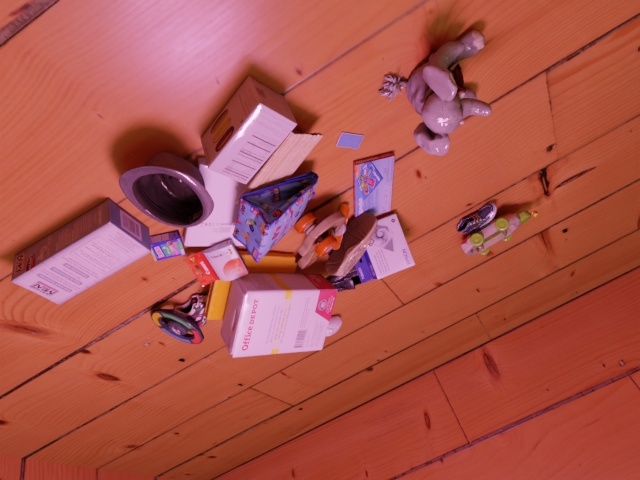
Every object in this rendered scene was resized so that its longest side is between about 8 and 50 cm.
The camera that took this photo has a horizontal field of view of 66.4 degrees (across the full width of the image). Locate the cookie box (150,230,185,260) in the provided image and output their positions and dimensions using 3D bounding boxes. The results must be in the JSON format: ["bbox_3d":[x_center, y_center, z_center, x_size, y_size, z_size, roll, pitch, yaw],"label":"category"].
[{"bbox_3d":[-0.525,0.019,1.668,0.107,0.040,0.091,-13,142,-10],"label":"cookie box"}]

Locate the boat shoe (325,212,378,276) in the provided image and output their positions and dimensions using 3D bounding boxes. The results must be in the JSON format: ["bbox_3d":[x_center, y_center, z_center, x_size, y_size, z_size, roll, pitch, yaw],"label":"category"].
[{"bbox_3d":[0.129,0.017,1.866,0.089,0.104,0.285,18,117,-45],"label":"boat shoe"}]

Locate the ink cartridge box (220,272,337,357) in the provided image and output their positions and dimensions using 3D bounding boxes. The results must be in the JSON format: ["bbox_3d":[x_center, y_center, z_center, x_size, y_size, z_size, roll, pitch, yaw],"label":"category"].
[{"bbox_3d":[-0.161,0.276,1.869,0.385,0.160,0.279,3,112,-31],"label":"ink cartridge box"}]

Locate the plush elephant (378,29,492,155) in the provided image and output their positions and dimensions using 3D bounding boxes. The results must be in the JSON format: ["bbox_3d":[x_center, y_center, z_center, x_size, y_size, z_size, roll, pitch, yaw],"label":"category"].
[{"bbox_3d":[0.363,-0.407,1.405,0.330,0.255,0.271,-14,141,-9],"label":"plush elephant"}]

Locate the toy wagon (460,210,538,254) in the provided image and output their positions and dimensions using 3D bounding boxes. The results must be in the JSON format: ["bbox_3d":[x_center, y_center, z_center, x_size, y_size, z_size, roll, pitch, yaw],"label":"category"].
[{"bbox_3d":[0.785,-0.040,2.146,0.344,0.068,0.267,-34,158,15],"label":"toy wagon"}]

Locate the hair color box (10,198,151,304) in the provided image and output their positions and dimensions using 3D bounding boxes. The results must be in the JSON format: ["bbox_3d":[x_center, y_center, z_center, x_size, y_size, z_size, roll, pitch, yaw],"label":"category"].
[{"bbox_3d":[-0.746,0.042,1.536,0.375,0.113,0.185,-29,141,8],"label":"hair color box"}]

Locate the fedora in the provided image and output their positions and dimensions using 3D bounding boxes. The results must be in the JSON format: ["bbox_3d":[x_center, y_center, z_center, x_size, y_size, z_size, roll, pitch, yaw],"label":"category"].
[{"bbox_3d":[-0.426,-0.160,1.409,0.244,0.124,0.275,-13,140,23],"label":"fedora"}]

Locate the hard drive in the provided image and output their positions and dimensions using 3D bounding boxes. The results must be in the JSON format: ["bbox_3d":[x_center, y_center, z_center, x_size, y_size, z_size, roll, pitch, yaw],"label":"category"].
[{"bbox_3d":[-0.309,-0.115,1.606,0.233,0.047,0.353,0,137,-25],"label":"hard drive"}]

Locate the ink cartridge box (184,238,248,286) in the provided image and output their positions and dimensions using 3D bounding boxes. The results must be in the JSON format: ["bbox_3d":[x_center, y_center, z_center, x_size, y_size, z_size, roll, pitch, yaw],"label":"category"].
[{"bbox_3d":[-0.365,0.089,1.722,0.179,0.045,0.145,-24,126,-1],"label":"ink cartridge box"}]

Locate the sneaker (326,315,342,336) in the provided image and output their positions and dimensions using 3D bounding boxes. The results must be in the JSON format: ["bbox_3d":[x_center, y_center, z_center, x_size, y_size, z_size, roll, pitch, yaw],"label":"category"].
[{"bbox_3d":[-0.006,0.400,2.328,0.232,0.090,0.115,-14,138,-11],"label":"sneaker"}]

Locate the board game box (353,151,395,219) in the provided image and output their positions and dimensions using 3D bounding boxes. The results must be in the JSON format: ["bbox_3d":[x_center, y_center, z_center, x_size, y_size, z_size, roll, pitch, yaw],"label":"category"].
[{"bbox_3d":[0.190,-0.191,1.765,0.145,0.027,0.281,-16,142,-9],"label":"board game box"}]

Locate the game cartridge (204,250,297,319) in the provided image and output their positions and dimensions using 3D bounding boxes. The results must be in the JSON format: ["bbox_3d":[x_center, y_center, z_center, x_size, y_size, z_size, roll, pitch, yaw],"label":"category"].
[{"bbox_3d":[-0.265,0.175,1.891,0.324,0.053,0.285,4,112,-32],"label":"game cartridge"}]

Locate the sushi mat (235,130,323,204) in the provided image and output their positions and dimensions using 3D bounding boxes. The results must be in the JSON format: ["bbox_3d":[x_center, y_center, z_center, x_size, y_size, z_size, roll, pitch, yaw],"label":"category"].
[{"bbox_3d":[-0.125,-0.213,1.479,0.151,0.019,0.316,-14,154,-51],"label":"sushi mat"}]

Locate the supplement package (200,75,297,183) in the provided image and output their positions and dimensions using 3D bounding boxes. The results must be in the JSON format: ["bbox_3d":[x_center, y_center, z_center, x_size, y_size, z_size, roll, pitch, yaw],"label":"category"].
[{"bbox_3d":[-0.204,-0.301,1.360,0.134,0.139,0.244,20,126,-42],"label":"supplement package"}]

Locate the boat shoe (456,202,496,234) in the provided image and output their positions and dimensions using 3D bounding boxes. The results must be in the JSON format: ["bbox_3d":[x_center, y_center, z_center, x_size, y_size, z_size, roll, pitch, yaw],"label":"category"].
[{"bbox_3d":[0.661,-0.090,2.071,0.083,0.065,0.183,4,137,-35],"label":"boat shoe"}]

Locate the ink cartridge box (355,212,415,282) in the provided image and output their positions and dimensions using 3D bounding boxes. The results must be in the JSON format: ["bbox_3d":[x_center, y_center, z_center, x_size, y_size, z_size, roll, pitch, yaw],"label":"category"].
[{"bbox_3d":[0.229,0.033,1.918,0.224,0.223,0.045,-22,-176,0],"label":"ink cartridge box"}]

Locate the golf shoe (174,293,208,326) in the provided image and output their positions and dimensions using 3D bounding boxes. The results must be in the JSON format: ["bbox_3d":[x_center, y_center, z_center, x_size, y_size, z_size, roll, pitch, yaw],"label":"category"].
[{"bbox_3d":[-0.446,0.259,1.943,0.273,0.105,0.120,-29,136,9],"label":"golf shoe"}]

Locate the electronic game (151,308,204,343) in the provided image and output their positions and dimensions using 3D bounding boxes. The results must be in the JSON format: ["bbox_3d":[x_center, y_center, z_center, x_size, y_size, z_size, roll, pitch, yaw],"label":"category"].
[{"bbox_3d":[-0.568,0.344,1.944,0.229,0.048,0.229,17,143,13],"label":"electronic game"}]

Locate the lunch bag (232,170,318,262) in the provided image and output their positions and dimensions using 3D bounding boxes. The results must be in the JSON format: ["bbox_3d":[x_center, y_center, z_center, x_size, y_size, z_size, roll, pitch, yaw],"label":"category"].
[{"bbox_3d":[-0.120,-0.097,1.589,0.293,0.138,0.221,-34,164,-33],"label":"lunch bag"}]

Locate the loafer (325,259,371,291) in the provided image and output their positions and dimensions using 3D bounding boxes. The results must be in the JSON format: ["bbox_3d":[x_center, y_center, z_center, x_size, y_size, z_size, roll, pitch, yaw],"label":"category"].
[{"bbox_3d":[0.140,0.150,1.985,0.303,0.095,0.109,-28,152,3],"label":"loafer"}]

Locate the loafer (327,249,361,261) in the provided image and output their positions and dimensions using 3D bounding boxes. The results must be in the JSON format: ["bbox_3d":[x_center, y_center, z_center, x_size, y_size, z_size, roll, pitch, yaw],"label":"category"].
[{"bbox_3d":[0.105,0.050,1.978,0.223,0.076,0.078,20,121,-46],"label":"loafer"}]

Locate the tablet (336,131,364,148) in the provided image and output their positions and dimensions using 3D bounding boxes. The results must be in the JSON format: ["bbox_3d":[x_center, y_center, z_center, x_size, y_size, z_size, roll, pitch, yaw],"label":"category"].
[{"bbox_3d":[0.095,-0.323,1.581,0.083,0.006,0.054,1,136,-27],"label":"tablet"}]

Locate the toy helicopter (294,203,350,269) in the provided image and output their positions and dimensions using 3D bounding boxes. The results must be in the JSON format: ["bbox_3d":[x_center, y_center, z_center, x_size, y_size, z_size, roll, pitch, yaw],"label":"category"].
[{"bbox_3d":[0.000,0.000,1.810,0.235,0.140,0.355,-36,167,-33],"label":"toy helicopter"}]
